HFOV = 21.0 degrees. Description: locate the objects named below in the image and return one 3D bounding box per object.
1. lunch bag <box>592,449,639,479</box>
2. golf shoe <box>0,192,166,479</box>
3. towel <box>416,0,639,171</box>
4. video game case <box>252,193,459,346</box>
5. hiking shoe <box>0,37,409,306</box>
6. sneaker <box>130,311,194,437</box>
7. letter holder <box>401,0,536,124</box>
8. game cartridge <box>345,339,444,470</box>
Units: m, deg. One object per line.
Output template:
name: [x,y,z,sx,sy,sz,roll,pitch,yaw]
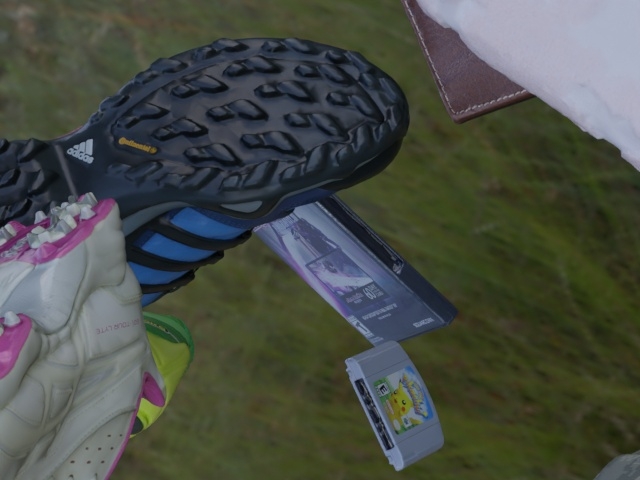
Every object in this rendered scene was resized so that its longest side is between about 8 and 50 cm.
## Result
lunch bag: [0.317,0.194,1.098,0.256,0.212,0.305,-41,2,-15]
golf shoe: [-0.151,0.092,0.829,0.115,0.140,0.306,-14,21,26]
towel: [0.194,-0.144,0.562,0.053,0.332,0.317,-16,-40,-56]
video game case: [0.000,0.000,1.742,0.026,0.274,0.196,-50,7,-20]
hiking shoe: [-0.091,-0.030,1.039,0.132,0.304,0.113,66,-172,-63]
sneaker: [-0.219,0.100,1.214,0.123,0.296,0.109,-28,-67,-63]
letter holder: [0.204,-0.242,1.229,0.302,0.214,0.152,-17,13,37]
game cartridge: [0.053,0.111,1.185,0.017,0.056,0.083,-29,84,38]
